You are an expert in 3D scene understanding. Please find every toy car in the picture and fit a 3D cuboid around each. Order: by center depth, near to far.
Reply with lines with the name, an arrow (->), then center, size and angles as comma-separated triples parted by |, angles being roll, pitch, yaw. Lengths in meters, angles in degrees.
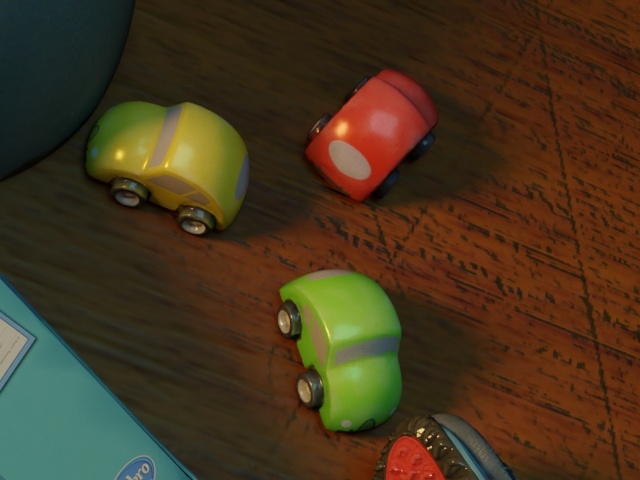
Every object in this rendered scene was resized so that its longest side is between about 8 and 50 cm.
toy car -> 0.000, 0.000, 0.889 | 0.239, 0.053, 0.225 | -10, 71, -27

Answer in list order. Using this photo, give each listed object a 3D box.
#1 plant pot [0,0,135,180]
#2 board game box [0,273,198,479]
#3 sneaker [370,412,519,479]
plant pot -> -0.218, -0.195, 0.801 | 0.290, 0.195, 0.290 | 10, 62, -20
board game box -> -0.256, 0.085, 0.681 | 0.336, 0.079, 0.254 | 49, 56, -11
sneaker -> 0.127, 0.203, 0.840 | 0.125, 0.104, 0.262 | -28, 83, -49
